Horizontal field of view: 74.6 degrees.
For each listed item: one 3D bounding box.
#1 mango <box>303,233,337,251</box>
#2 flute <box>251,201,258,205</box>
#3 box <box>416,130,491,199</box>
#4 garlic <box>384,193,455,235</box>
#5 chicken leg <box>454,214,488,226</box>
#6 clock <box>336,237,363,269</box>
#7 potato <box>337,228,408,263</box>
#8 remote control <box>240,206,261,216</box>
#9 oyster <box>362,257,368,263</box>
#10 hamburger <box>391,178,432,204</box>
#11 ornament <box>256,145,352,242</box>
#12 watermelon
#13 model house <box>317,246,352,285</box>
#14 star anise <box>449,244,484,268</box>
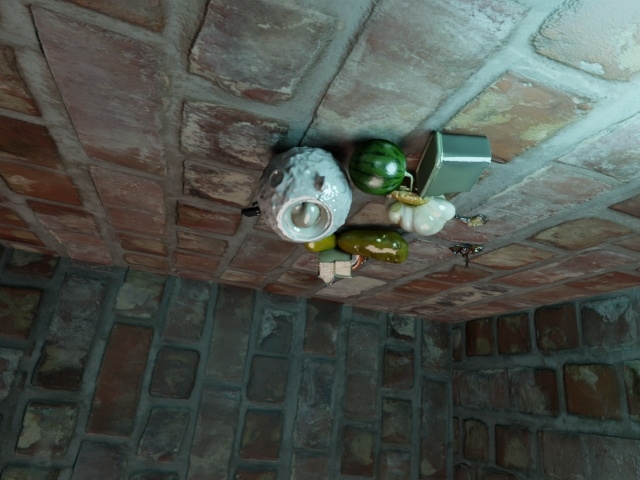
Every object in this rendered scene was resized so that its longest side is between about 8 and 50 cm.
[{"bbox_3d":[0.000,0.000,2.190,0.195,0.137,0.098,14,-158,-30],"label":"mango"},{"bbox_3d":[-0.234,-0.192,1.893,0.014,0.014,0.269,22,154,-37],"label":"flute"},{"bbox_3d":[0.434,-0.241,1.398,0.178,0.139,0.274,1,160,1],"label":"box"},{"bbox_3d":[0.404,-0.107,1.697,0.280,0.185,0.203,-8,172,32],"label":"garlic"},{"bbox_3d":[0.674,-0.090,1.874,0.144,0.038,0.062,-1,137,17],"label":"chicken leg"},{"bbox_3d":[0.134,0.076,2.307,0.205,0.206,0.051,1,-157,13],"label":"clock"},{"bbox_3d":[0.265,0.018,2.135,0.368,0.177,0.195,9,-165,11],"label":"potato"},{"bbox_3d":[-0.278,-0.144,2.019,0.245,0.025,0.063,-7,157,31],"label":"remote control"},{"bbox_3d":[0.153,0.076,2.411,0.259,0.092,0.198,25,155,-2],"label":"oyster"},{"bbox_3d":[0.321,-0.176,1.566,0.175,0.087,0.102,25,-154,23],"label":"hamburger"},{"bbox_3d":[-0.054,-0.166,1.475,0.336,0.338,0.337,5,160,2],"label":"ornament"},{"bbox_3d":[0.200,-0.238,1.379,0.214,0.188,0.188,15,163,18],"label":"watermelon"},{"bbox_3d":[0.081,0.142,2.239,0.182,0.167,0.172,1,119,5],"label":"model house"},{"bbox_3d":[0.768,0.091,2.197,0.140,0.145,0.158,10,160,-34],"label":"star anise"}]
